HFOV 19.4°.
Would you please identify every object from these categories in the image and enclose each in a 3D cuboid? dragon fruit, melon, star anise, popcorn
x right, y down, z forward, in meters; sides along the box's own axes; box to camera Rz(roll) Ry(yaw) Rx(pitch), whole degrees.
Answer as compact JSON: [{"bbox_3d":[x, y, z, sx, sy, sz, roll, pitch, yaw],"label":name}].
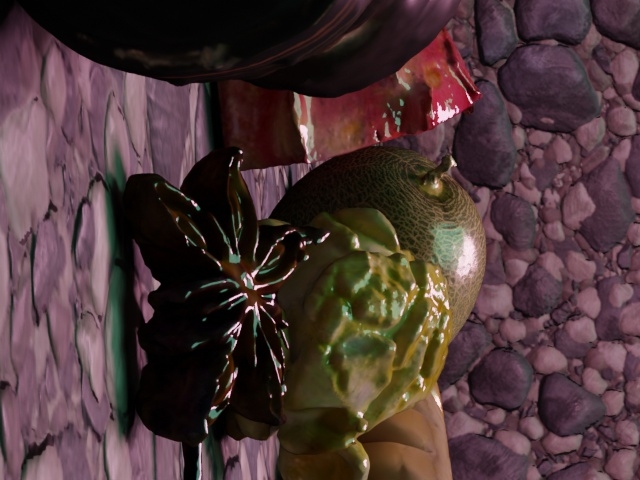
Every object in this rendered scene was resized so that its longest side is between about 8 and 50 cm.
[{"bbox_3d":[0.021,-0.136,1.191,0.274,0.161,0.126,-72,159,-73],"label":"dragon fruit"},{"bbox_3d":[0.029,0.017,1.158,0.192,0.139,0.139,-54,-159,35],"label":"melon"},{"bbox_3d":[-0.048,0.055,0.807,0.097,0.070,0.190,5,82,-58],"label":"star anise"},{"bbox_3d":[0.008,0.053,1.023,0.141,0.136,0.162,111,-29,-62],"label":"popcorn"}]

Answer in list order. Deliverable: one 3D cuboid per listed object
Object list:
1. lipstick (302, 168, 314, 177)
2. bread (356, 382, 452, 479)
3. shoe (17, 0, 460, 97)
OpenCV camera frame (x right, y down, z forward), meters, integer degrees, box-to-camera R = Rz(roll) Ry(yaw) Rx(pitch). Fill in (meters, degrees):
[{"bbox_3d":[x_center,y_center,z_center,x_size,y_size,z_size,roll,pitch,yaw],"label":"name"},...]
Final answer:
[{"bbox_3d":[-0.001,0.000,1.467,0.186,0.057,0.063,-97,179,-53],"label":"lipstick"},{"bbox_3d":[0.039,0.213,1.317,0.311,0.121,0.172,-86,168,-60],"label":"bread"},{"bbox_3d":[-0.020,-0.244,0.679,0.237,0.171,0.384,-14,101,-76],"label":"shoe"}]
